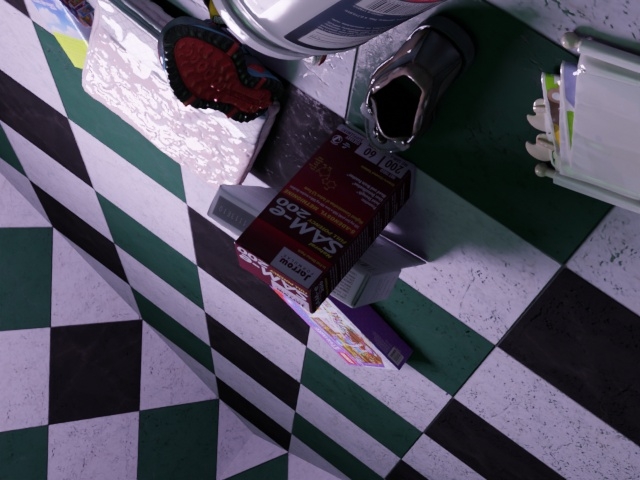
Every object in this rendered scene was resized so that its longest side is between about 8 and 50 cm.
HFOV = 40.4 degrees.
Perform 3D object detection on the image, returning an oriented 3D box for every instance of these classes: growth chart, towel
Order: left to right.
[{"bbox_3d":[-0.237,-0.230,1.401,0.332,0.053,0.317,38,153,-1],"label":"towel"},{"bbox_3d":[0.288,-0.109,0.875,0.172,0.021,0.237,30,157,24],"label":"growth chart"}]

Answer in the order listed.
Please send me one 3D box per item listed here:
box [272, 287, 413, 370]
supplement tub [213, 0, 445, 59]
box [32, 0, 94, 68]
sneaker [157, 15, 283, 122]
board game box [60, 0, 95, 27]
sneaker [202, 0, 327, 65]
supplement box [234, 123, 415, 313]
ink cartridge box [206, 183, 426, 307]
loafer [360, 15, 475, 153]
[{"bbox_3d":[0.027,0.142,1.746,0.293,0.057,0.201,47,157,-17],"label":"box"},{"bbox_3d":[0.025,-0.271,0.753,0.191,0.191,0.272,47,157,-18],"label":"supplement tub"},{"bbox_3d":[-0.426,-0.369,1.502,0.109,0.042,0.178,22,152,36],"label":"box"},{"bbox_3d":[-0.154,-0.237,1.147,0.125,0.104,0.262,50,-172,18],"label":"sneaker"},{"bbox_3d":[-0.397,-0.411,1.343,0.169,0.033,0.133,49,-168,-43],"label":"board game box"},{"bbox_3d":[-0.087,-0.280,1.054,0.225,0.093,0.088,37,157,5],"label":"sneaker"},{"bbox_3d":[0.009,-0.033,1.179,0.130,0.239,0.073,31,156,20],"label":"supplement box"},{"bbox_3d":[0.000,0.000,1.329,0.275,0.060,0.239,31,-166,22],"label":"ink cartridge box"},{"bbox_3d":[0.090,-0.161,1.009,0.096,0.084,0.267,39,159,2],"label":"loafer"}]
